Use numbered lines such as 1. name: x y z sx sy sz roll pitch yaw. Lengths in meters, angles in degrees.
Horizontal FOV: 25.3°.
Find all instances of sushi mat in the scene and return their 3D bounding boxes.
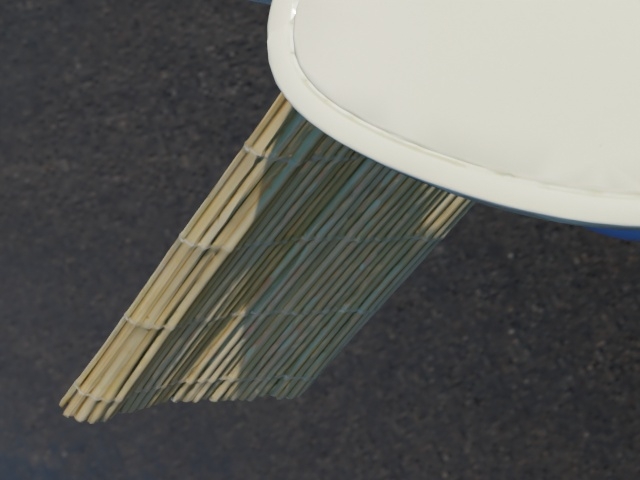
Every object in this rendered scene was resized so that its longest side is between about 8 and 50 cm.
1. sushi mat: 0.000 0.000 0.659 0.316 0.151 0.019 -51 54 44

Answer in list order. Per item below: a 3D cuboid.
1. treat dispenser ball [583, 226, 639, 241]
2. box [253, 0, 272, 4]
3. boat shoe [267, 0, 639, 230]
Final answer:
1. treat dispenser ball: 0.303 -0.143 1.313 0.288 0.288 0.288 28 128 43
2. box: -0.089 -0.340 1.208 0.168 0.345 0.215 12 90 6
3. boat shoe: 0.145 -0.053 0.452 0.099 0.319 0.116 45 -134 -75
